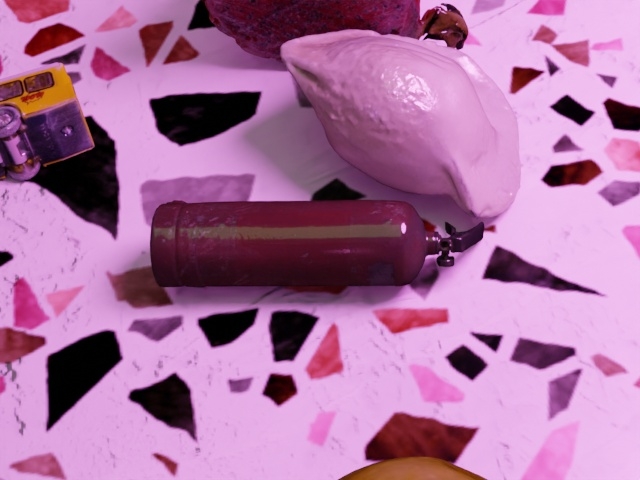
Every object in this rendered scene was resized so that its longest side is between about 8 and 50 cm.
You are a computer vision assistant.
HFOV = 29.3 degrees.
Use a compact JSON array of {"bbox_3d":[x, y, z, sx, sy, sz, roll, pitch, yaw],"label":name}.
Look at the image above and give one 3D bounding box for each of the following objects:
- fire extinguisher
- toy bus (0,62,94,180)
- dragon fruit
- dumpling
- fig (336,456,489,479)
[{"bbox_3d":[0.000,0.000,1.009,0.267,0.072,0.089,-1,13,8],"label":"fire extinguisher"},{"bbox_3d":[-0.325,-0.090,1.108,0.226,0.081,0.074,-19,55,-5],"label":"toy bus"},{"bbox_3d":[0.004,-0.262,1.127,0.282,0.211,0.147,12,59,-16],"label":"dragon fruit"},{"bbox_3d":[0.077,-0.121,1.055,0.215,0.126,0.166,18,41,23],"label":"dumpling"},{"bbox_3d":[0.076,0.231,0.747,0.230,0.207,0.207,-15,49,-33],"label":"fig"}]
